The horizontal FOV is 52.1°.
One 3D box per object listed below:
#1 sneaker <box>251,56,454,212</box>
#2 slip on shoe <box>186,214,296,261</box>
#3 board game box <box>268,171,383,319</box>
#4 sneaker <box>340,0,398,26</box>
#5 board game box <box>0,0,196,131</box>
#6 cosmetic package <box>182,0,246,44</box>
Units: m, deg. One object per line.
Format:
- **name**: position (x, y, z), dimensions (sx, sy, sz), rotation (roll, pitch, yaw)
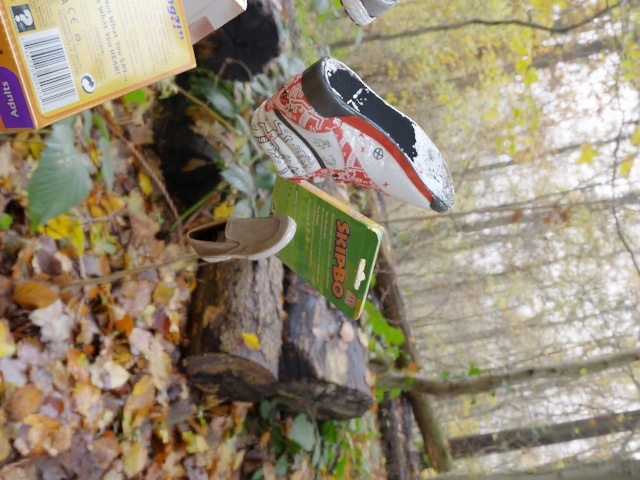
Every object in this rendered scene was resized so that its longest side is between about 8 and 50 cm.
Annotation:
- **sneaker**: position (0.040, -0.104, 0.820), dimensions (0.270, 0.145, 0.090), rotation (35, 47, -33)
- **slip on shoe**: position (-0.093, -0.007, 0.748), dimensions (0.041, 0.135, 0.051), rotation (47, 45, -44)
- **board game box**: position (0.000, 0.000, 0.914), dimensions (0.259, 0.039, 0.124), rotation (38, -59, 52)
- **sneaker**: position (0.055, -0.528, 1.245), dimensions (0.272, 0.108, 0.100), rotation (32, 54, -46)
- **board game box**: position (-0.451, -0.369, 0.913), dimensions (0.356, 0.357, 0.356), rotation (-47, 134, -55)
- **cosmetic package**: position (-0.305, -0.482, 1.342), dimensions (0.129, 0.296, 0.153), rotation (38, 38, -46)
